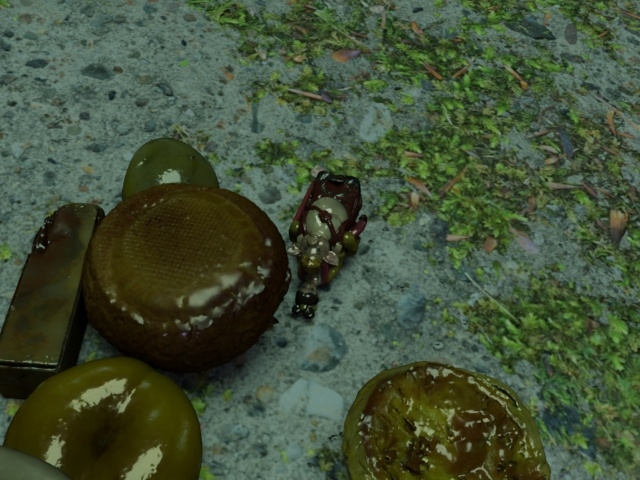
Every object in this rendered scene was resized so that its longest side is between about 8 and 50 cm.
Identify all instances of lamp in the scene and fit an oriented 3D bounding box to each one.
[{"bbox_3d":[0.000,0.000,1.351,0.118,0.118,0.253,18,48,7],"label":"lamp"}]

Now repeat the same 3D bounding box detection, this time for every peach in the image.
[{"bbox_3d":[-0.267,0.265,1.052,0.251,0.153,0.251,1,66,-3],"label":"peach"}]

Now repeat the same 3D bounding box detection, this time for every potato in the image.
[{"bbox_3d":[-0.244,-0.090,1.383,0.157,0.157,0.194,-4,37,-12],"label":"potato"}]

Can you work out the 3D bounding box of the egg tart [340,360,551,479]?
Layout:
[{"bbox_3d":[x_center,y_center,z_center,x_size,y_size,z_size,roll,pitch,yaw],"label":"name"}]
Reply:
[{"bbox_3d":[0.163,0.296,1.119,0.290,0.115,0.290,6,50,-7],"label":"egg tart"}]

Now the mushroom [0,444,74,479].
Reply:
[{"bbox_3d":[-0.370,0.379,0.814,0.362,0.294,0.362,-2,78,10],"label":"mushroom"}]

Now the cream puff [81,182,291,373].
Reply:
[{"bbox_3d":[-0.190,0.059,1.207,0.303,0.212,0.303,-2,52,3],"label":"cream puff"}]

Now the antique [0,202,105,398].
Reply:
[{"bbox_3d":[-0.389,0.080,1.241,0.093,0.087,0.310,5,50,-2],"label":"antique"}]
